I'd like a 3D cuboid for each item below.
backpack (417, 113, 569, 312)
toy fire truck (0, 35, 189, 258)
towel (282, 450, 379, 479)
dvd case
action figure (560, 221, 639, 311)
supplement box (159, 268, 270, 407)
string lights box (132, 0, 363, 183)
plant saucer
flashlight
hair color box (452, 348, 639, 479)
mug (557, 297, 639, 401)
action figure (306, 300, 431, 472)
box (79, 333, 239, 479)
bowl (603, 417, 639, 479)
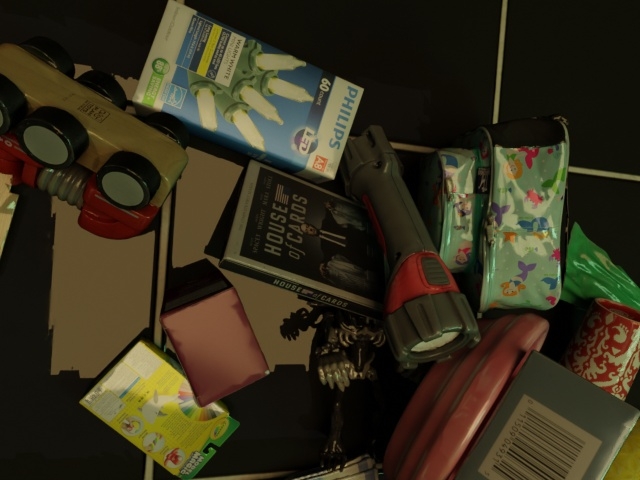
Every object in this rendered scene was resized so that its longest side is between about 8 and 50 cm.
[{"bbox_3d":[0.233,-0.027,0.639,0.191,0.225,0.253,-9,98,6],"label":"backpack"},{"bbox_3d":[-0.303,-0.058,0.532,0.217,0.246,0.158,31,41,-17],"label":"toy fire truck"},{"bbox_3d":[-0.038,0.437,0.674,0.285,0.034,0.209,-11,98,-14],"label":"towel"},{"bbox_3d":[0.000,0.000,0.613,0.239,0.029,0.179,21,45,-17],"label":"dvd case"},{"bbox_3d":[0.485,0.088,0.800,0.232,0.063,0.137,33,81,-12],"label":"action figure"},{"bbox_3d":[-0.130,0.102,0.549,0.081,0.188,0.104,-23,99,-15],"label":"supplement box"},{"bbox_3d":[-0.089,-0.182,0.607,0.260,0.077,0.133,19,86,-17],"label":"string lights box"},{"bbox_3d":[0.190,0.233,0.632,0.332,0.084,0.331,-36,143,-33],"label":"plant saucer"},{"bbox_3d":[0.092,0.000,0.582,0.103,0.303,0.103,-26,143,12],"label":"flashlight"},{"bbox_3d":[0.275,0.282,0.605,0.185,0.114,0.374,-55,150,-8],"label":"hair color box"},{"bbox_3d":[0.458,0.183,0.759,0.113,0.150,0.169,23,109,24],"label":"mug"},{"bbox_3d":[0.064,0.168,0.639,0.164,0.141,0.275,1,95,-12],"label":"action figure"},{"bbox_3d":[-0.203,0.221,0.609,0.179,0.043,0.105,46,79,-11],"label":"box"},{"bbox_3d":[0.604,0.470,0.806,0.290,0.156,0.289,-1,93,-17],"label":"bowl"}]
